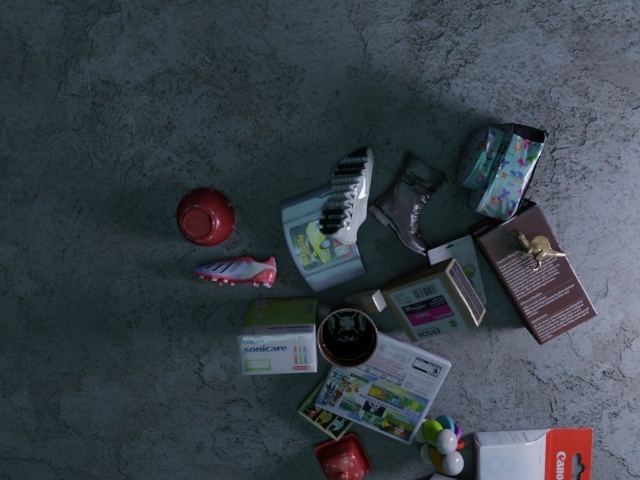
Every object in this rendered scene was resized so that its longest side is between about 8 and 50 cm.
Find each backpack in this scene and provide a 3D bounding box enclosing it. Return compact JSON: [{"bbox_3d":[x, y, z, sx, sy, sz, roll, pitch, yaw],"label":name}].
[{"bbox_3d":[0.475,-0.187,1.484,0.191,0.225,0.254,12,101,0],"label":"backpack"}]

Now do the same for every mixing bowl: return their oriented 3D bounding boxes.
[{"bbox_3d":[-0.345,-0.058,1.607,0.181,0.098,0.181,1,104,3],"label":"mixing bowl"}]

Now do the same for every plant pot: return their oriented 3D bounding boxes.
[{"bbox_3d":[0.075,0.254,1.563,0.167,0.165,0.167,0,97,2],"label":"plant pot"}]

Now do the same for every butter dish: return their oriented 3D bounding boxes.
[{"bbox_3d":[0.073,0.730,1.771,0.159,0.118,0.160,-23,101,6],"label":"butter dish"}]

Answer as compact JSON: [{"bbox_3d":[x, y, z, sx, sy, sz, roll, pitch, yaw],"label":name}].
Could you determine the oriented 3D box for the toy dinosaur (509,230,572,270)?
[{"bbox_3d":[0.590,0.035,1.484,0.183,0.053,0.093,21,101,-4],"label":"toy dinosaur"}]

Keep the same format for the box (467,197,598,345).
[{"bbox_3d":[0.608,0.087,1.592,0.191,0.143,0.381,-31,102,9],"label":"box"}]

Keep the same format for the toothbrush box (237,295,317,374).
[{"bbox_3d":[-0.110,0.264,1.581,0.206,0.283,0.122,-3,103,2],"label":"toothbrush box"}]

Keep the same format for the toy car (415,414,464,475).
[{"bbox_3d":[0.390,0.634,1.739,0.136,0.159,0.182,-24,103,-28],"label":"toy car"}]

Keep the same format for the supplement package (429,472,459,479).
[{"bbox_3d":[0.443,0.852,1.722,0.244,0.139,0.134,1,106,38],"label":"supplement package"}]

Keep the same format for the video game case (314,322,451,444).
[{"bbox_3d":[0.188,0.440,1.696,0.329,0.036,0.300,23,102,-1],"label":"video game case"}]

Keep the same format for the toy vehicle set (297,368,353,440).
[{"bbox_3d":[0.069,0.492,1.756,0.166,0.035,0.267,37,102,-6],"label":"toy vehicle set"}]

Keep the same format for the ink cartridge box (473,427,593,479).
[{"bbox_3d":[0.690,0.767,1.776,0.384,0.091,0.308,-3,103,4],"label":"ink cartridge box"}]

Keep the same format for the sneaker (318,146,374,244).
[{"bbox_3d":[0.089,-0.125,1.554,0.118,0.110,0.292,35,70,-43],"label":"sneaker"}]

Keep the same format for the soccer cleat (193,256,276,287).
[{"bbox_3d":[-0.255,0.087,1.658,0.248,0.083,0.095,5,74,6],"label":"soccer cleat"}]

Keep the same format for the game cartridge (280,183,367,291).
[{"bbox_3d":[0.000,0.000,1.634,0.196,0.060,0.294,-20,102,10],"label":"game cartridge"}]

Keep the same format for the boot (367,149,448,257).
[{"bbox_3d":[0.285,-0.101,1.584,0.263,0.091,0.229,40,96,-12],"label":"boot"}]

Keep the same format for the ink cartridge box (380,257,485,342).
[{"bbox_3d":[0.323,0.177,1.596,0.234,0.088,0.193,-25,102,39],"label":"ink cartridge box"}]

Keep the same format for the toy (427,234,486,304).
[{"bbox_3d":[0.402,0.105,1.641,0.136,0.056,0.237,-21,108,-4],"label":"toy"}]

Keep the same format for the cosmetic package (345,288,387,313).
[{"bbox_3d":[0.135,0.184,1.645,0.115,0.041,0.060,-15,106,48],"label":"cosmetic package"}]
